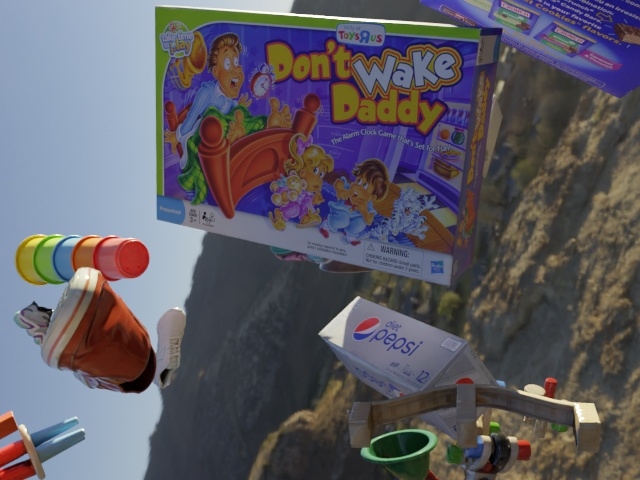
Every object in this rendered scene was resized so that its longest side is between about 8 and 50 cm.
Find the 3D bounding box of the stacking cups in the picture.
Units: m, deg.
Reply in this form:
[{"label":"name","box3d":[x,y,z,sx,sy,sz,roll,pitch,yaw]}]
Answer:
[{"label":"stacking cups","box3d":[-0.407,0.025,1.231,0.316,0.096,0.096,-6,62,43]}]

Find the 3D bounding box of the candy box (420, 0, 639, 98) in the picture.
[{"label":"candy box","box3d":[0.258,-0.279,0.688,0.122,0.268,0.317,-64,-1,-3]}]

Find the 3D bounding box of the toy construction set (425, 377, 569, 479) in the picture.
[{"label":"toy construction set","box3d":[0.333,0.408,1.410,0.257,0.308,0.237,-139,48,-56]}]

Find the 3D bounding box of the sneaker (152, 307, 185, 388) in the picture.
[{"label":"sneaker","box3d":[-0.265,0.192,1.281,0.061,0.053,0.152,36,113,47]}]

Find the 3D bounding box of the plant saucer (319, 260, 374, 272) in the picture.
[{"label":"plant saucer","box3d":[0.147,0.013,1.645,0.310,0.310,0.050,-97,-3,-81]}]

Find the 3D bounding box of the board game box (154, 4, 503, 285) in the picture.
[{"label":"board game box","box3d":[-0.009,-0.109,0.738,0.078,0.347,0.233,-28,-54,-58]}]

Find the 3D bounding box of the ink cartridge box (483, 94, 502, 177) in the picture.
[{"label":"ink cartridge box","box3d":[0.155,-0.210,1.242,0.211,0.289,0.122,-3,-70,-73]}]

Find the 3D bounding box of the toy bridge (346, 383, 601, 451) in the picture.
[{"label":"toy bridge","box3d":[0.113,0.134,0.559,0.063,0.188,0.026,-56,-39,-69]}]

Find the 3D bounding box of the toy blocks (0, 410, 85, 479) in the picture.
[{"label":"toy blocks","box3d":[-0.273,0.176,0.600,0.054,0.148,0.123,53,150,25]}]

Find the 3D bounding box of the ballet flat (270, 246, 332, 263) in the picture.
[{"label":"ballet flat","box3d":[0.000,0.000,1.065,0.221,0.079,0.077,-8,76,64]}]

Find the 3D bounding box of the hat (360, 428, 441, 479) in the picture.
[{"label":"hat","box3d":[0.212,0.559,1.692,0.173,0.208,0.184,-156,54,-79]}]

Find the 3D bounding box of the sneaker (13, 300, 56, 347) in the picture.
[{"label":"sneaker","box3d":[-0.494,0.150,1.301,0.069,0.098,0.038,-40,31,-8]}]

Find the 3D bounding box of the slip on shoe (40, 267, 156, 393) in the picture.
[{"label":"slip on shoe","box3d":[-0.258,0.122,0.881,0.331,0.101,0.123,106,-178,-66]}]

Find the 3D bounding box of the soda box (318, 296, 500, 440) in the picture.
[{"label":"soda box","box3d":[0.114,0.166,1.000,0.091,0.098,0.286,-43,22,-14]}]
